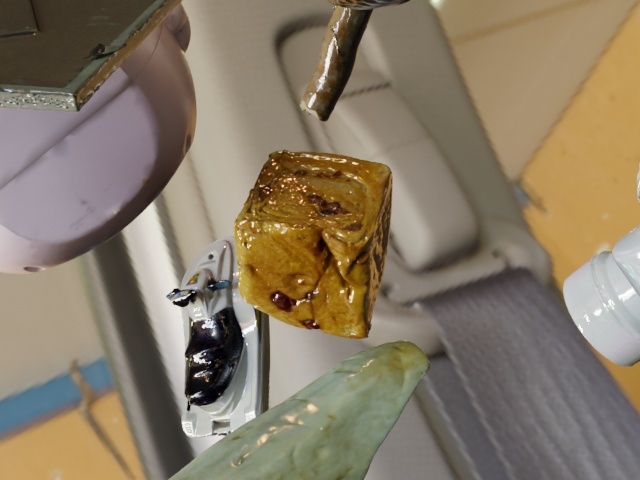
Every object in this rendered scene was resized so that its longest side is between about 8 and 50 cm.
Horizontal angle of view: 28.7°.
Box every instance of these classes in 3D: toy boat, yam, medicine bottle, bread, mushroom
[{"bbox_3d":[-0.141,0.126,1.670,0.141,0.269,0.141,-8,-7,-1],"label":"toy boat"},{"bbox_3d":[0.030,-0.271,1.687,0.057,0.057,0.241,-9,-52,-49],"label":"yam"},{"bbox_3d":[0.362,-0.006,1.123,0.296,0.111,0.161,-43,-18,33],"label":"medicine bottle"},{"bbox_3d":[0.000,0.000,1.320,0.158,0.149,0.143,-61,-21,-50],"label":"bread"},{"bbox_3d":[-0.027,0.186,1.016,0.333,0.107,0.087,-26,-2,-36],"label":"mushroom"}]

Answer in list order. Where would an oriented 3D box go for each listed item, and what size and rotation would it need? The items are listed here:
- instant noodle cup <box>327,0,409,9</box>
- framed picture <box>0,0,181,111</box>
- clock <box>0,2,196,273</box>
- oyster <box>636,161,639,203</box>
[{"bbox_3d":[0.094,-0.344,1.447,0.274,0.274,0.091,-40,-66,7],"label":"instant noodle cup"},{"bbox_3d":[-0.220,-0.159,0.903,0.281,0.209,0.019,-64,-24,-58],"label":"framed picture"},{"bbox_3d":[-0.302,-0.141,1.282,0.368,0.377,0.250,-40,-58,-6],"label":"clock"},{"bbox_3d":[0.207,-0.096,0.608,0.133,0.072,0.209,-18,-40,-7],"label":"oyster"}]
